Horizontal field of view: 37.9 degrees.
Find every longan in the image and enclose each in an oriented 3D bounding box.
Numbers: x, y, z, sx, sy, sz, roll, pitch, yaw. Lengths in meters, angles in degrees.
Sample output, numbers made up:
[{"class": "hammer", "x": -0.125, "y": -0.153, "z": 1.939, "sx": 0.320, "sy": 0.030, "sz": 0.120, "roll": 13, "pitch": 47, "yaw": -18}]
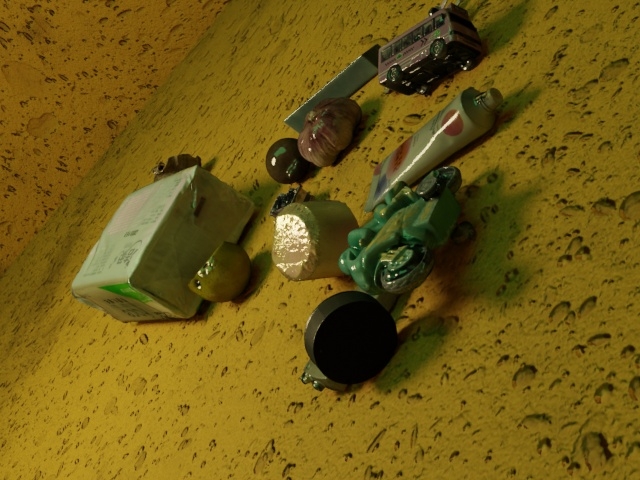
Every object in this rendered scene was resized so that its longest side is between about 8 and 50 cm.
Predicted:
[{"class": "longan", "x": -0.069, "y": -0.172, "z": 2.034, "sx": 0.106, "sy": 0.106, "sz": 0.119, "roll": -49, "pitch": 29, "yaw": 11}]

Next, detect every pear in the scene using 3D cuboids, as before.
[{"class": "pear", "x": -0.201, "y": 0.075, "z": 1.944, "sx": 0.141, "sy": 0.104, "sz": 0.141, "roll": -47, "pitch": 1, "yaw": 1}]

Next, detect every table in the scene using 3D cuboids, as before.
[{"class": "table", "x": 0.045, "y": 0.143, "z": 1.372, "sx": 0.133, "sy": 0.133, "sz": 0.043, "roll": -53, "pitch": 26, "yaw": 3}]

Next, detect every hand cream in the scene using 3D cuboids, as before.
[{"class": "hand cream", "x": 0.186, "y": -0.166, "z": 1.613, "sx": 0.341, "sy": 0.078, "sz": 0.124, "roll": -35, "pitch": 31, "yaw": 45}]

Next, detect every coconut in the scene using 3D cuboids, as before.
[{"class": "coconut", "x": 0.000, "y": 0.000, "z": 1.635, "sx": 0.147, "sy": 0.153, "sz": 0.147, "roll": 10, "pitch": 104, "yaw": 47}]

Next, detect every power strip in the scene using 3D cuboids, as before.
[{"class": "power strip", "x": 0.067, "y": 0.114, "z": 1.473, "sx": 0.285, "sy": 0.048, "sz": 0.080, "roll": -60, "pitch": 27, "yaw": -13}]

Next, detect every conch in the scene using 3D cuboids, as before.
[{"class": "conch", "x": -0.405, "y": -0.191, "z": 2.603, "sx": 0.130, "sy": 0.207, "sz": 0.155, "roll": 36, "pitch": 82, "yaw": 22}]

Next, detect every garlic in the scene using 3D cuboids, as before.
[{"class": "garlic", "x": 0.014, "y": -0.238, "z": 1.964, "sx": 0.159, "sy": 0.102, "sz": 0.147, "roll": -54, "pitch": 23, "yaw": -2}]

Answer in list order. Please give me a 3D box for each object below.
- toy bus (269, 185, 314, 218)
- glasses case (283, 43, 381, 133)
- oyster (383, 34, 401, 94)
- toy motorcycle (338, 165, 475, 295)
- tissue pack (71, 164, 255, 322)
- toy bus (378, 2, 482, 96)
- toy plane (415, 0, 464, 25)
[{"class": "toy bus", "x": -0.057, "y": -0.071, "z": 1.926, "sx": 0.102, "sy": 0.058, "sz": 0.052, "roll": -21, "pitch": 40, "yaw": 58}, {"class": "glasses case", "x": 0.037, "y": -0.342, "z": 2.138, "sx": 0.266, "sy": 0.056, "sz": 0.105, "roll": -35, "pitch": 6, "yaw": 36}, {"class": "oyster", "x": 0.168, "y": -0.363, "z": 1.908, "sx": 0.103, "sy": 0.051, "sz": 0.148, "roll": -28, "pitch": 54, "yaw": 55}, {"class": "toy motorcycle", "x": 0.123, "y": -0.005, "z": 1.407, "sx": 0.198, "sy": 0.109, "sz": 0.296, "roll": -20, "pitch": 27, "yaw": 38}, {"class": "tissue pack", "x": -0.378, "y": 0.022, "z": 2.201, "sx": 0.405, "sy": 0.205, "sz": 0.331, "roll": -9, "pitch": 50, "yaw": 57}, {"class": "toy bus", "x": 0.203, "y": -0.353, "z": 1.749, "sx": 0.199, "sy": 0.096, "sz": 0.108, "roll": -25, "pitch": 60, "yaw": 45}, {"class": "toy plane", "x": 0.227, "y": -0.418, "z": 1.872, "sx": 0.162, "sy": 0.066, "sz": 0.171, "roll": -43, "pitch": 19, "yaw": 49}]
